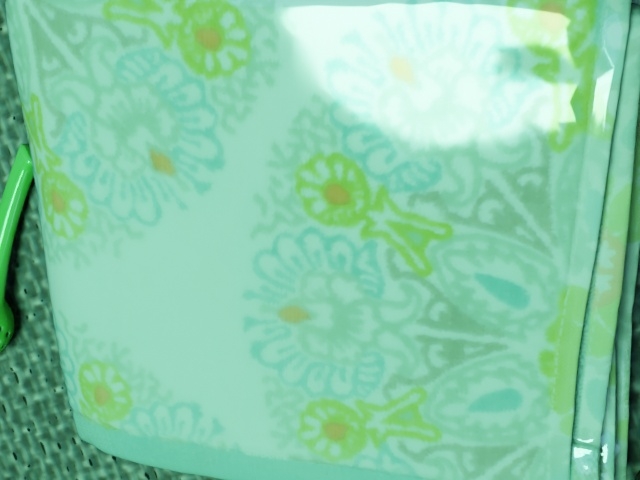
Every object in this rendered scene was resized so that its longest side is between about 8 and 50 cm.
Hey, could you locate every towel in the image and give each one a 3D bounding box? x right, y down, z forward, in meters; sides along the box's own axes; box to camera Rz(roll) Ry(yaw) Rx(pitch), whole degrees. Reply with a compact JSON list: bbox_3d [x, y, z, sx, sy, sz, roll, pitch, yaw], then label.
[{"bbox_3d":[0.000,0.000,0.540,0.374,0.090,0.321,5,110,16],"label":"towel"}]

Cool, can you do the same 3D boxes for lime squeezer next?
[{"bbox_3d":[-0.304,0.064,0.700,0.310,0.059,0.110,-38,86,23],"label":"lime squeezer"}]

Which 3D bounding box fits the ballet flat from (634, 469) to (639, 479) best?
[{"bbox_3d":[0.205,0.156,0.524,0.049,0.057,0.173,25,107,31],"label":"ballet flat"}]
